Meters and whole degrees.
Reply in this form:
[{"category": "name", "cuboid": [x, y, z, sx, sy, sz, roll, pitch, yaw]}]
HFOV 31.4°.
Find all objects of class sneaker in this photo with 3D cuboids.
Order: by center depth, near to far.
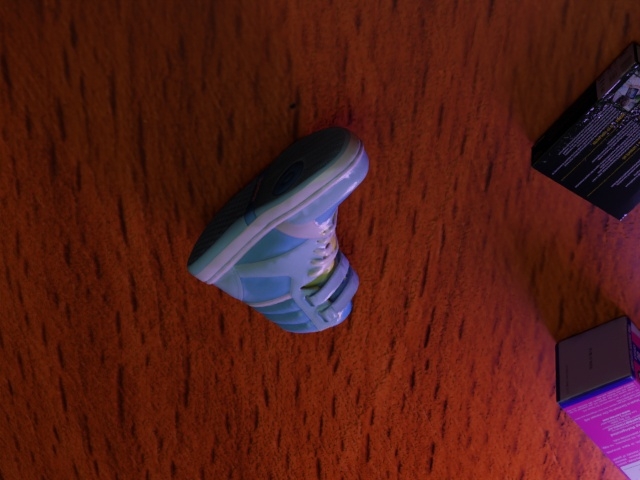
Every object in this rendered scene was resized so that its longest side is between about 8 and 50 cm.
[{"category": "sneaker", "cuboid": [0.000, 0.000, 1.406, 0.208, 0.127, 0.319, 38, 137, -18]}]

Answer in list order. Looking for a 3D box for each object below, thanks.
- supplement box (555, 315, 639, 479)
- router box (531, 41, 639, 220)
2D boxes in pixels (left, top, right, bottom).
[{"category": "supplement box", "cuboid": [0.418, 0.223, 1.517, 0.114, 0.111, 0.220, -27, 121, 29]}, {"category": "router box", "cuboid": [0.344, -0.118, 1.283, 0.133, 0.046, 0.179, 30, 130, -15]}]
